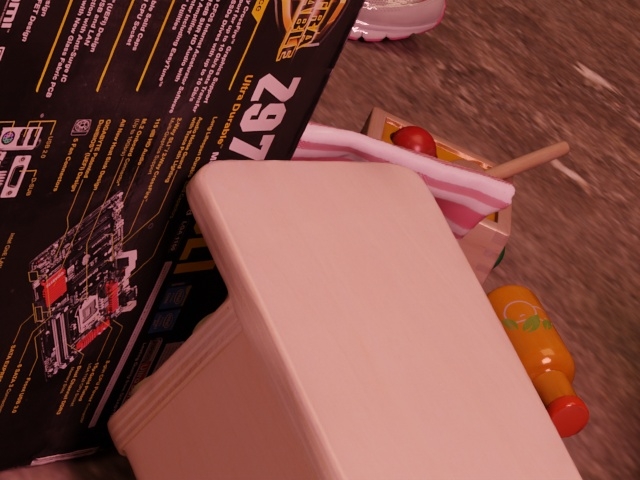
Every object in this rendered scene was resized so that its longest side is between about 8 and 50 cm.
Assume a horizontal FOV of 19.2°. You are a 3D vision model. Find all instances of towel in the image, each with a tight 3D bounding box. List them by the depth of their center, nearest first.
[{"bbox_3d":[0.000,0.000,1.071,0.144,0.197,0.029,13,58,-26],"label":"towel"}]

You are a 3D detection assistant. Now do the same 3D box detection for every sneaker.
[{"bbox_3d":[0.000,-0.257,1.634,0.252,0.111,0.103,21,26,-13],"label":"sneaker"}]

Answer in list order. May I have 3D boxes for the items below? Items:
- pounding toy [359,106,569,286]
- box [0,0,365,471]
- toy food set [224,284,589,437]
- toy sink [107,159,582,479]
[{"bbox_3d":[0.087,-0.030,1.299,0.141,0.100,0.130,24,26,-5],"label":"pounding toy"},{"bbox_3d":[-0.126,-0.035,0.846,0.079,0.322,0.257,41,29,29],"label":"box"},{"bbox_3d":[0.023,0.073,1.030,0.232,0.111,0.104,14,28,-27],"label":"toy food set"},{"bbox_3d":[0.005,0.094,0.893,0.153,0.131,0.234,-2,57,-45],"label":"toy sink"}]
